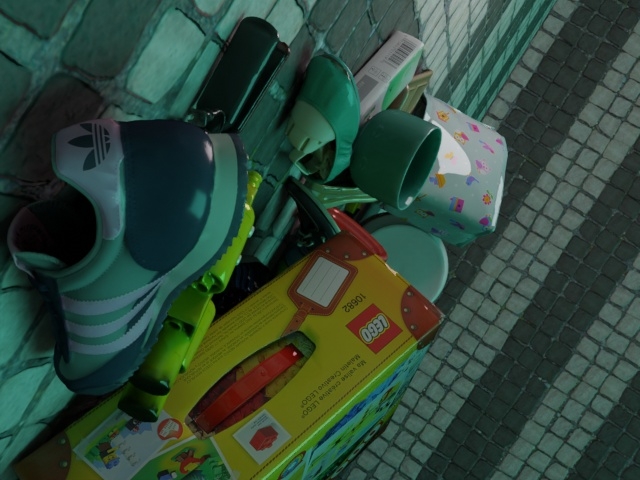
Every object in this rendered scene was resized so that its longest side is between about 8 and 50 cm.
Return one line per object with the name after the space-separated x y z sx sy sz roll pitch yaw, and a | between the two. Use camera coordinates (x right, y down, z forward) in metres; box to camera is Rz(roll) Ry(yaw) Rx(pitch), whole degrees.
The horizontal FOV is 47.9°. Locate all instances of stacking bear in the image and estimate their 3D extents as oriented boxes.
-0.028 0.098 1.259 0.289 0.164 0.175 -55 170 14 | stacking bear

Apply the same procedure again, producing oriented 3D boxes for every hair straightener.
-0.111 -0.096 0.625 0.230 0.047 0.089 -53 169 1 | hair straightener

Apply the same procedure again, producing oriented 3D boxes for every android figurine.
-0.124 0.044 0.737 0.248 0.056 0.273 121 -8 -53 | android figurine

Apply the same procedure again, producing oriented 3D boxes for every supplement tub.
0.168 0.050 1.648 0.228 0.228 0.316 -58 -179 4 | supplement tub

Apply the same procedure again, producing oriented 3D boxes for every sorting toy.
0.109 -0.181 1.372 0.307 0.041 0.229 -62 173 26 | sorting toy

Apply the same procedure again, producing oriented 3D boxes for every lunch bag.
0.255 -0.152 1.466 0.160 0.223 0.262 -37 -149 62 | lunch bag

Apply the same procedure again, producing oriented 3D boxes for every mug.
0.099 -0.112 1.039 0.129 0.097 0.158 -45 155 -41 | mug

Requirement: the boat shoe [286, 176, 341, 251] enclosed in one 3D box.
0.000 0.000 1.067 0.065 0.206 0.075 -35 -154 -2 | boat shoe

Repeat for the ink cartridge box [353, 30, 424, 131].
0.072 -0.191 1.128 0.181 0.056 0.224 -51 166 -27 | ink cartridge box

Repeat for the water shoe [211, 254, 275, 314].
-0.108 0.067 0.981 0.073 0.080 0.203 -61 169 19 | water shoe

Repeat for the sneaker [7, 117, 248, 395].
-0.177 0.019 0.548 0.131 0.112 0.319 8 138 -32 | sneaker

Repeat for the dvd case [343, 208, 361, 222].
-0.002 0.049 1.542 0.238 0.029 0.179 -48 166 -43 | dvd case

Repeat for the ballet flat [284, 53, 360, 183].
-0.001 -0.132 0.895 0.087 0.083 0.247 -46 167 -12 | ballet flat

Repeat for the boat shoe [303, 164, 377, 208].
0.063 -0.097 1.119 0.190 0.068 0.072 -20 160 -25 | boat shoe

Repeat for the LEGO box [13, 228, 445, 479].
-0.103 0.271 0.965 0.500 0.193 0.372 -35 156 -31 | LEGO box
